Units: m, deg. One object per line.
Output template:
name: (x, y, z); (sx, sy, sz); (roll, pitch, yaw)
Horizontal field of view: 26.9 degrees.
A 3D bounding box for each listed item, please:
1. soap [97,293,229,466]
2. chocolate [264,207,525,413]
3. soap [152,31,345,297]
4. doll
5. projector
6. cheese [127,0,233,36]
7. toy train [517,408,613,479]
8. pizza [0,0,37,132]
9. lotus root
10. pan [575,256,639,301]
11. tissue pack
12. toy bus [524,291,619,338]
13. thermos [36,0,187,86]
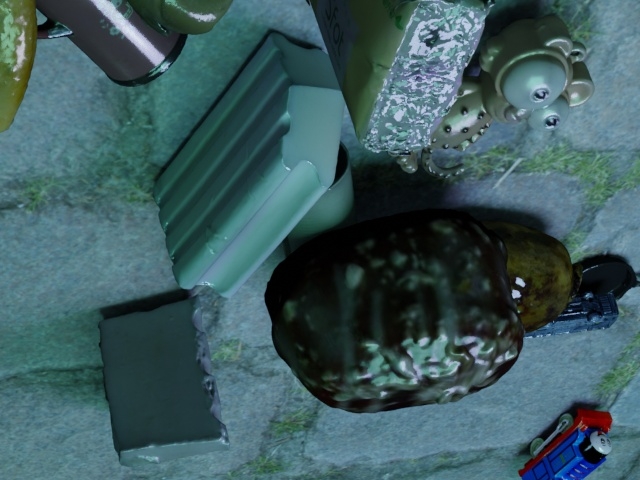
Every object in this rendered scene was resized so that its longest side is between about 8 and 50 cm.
soap: (-0.221, 0.261, 1.918); (0.159, 0.258, 0.302); (-12, 143, -10)
chocolate: (0.109, 0.112, 1.724); (0.340, 0.210, 0.225); (-11, 144, -7)
soap: (-0.082, -0.085, 1.605); (0.095, 0.173, 0.289); (14, 132, -36)
doll: (0.205, -0.171, 1.662); (0.278, 0.119, 0.154); (-32, 137, 26)
projector: (0.000, 0.000, 1.800); (0.108, 0.108, 0.337); (-15, 143, -4)
cheese: (-0.129, -0.302, 1.321); (0.175, 0.091, 0.202); (21, 93, -40)
toy train: (0.462, 0.407, 2.481); (0.083, 0.131, 0.204); (11, 135, -32)
pizza: (-0.384, -0.283, 1.192); (0.278, 0.114, 0.409); (2, 120, 31)
lotus root: (0.254, 0.054, 1.942); (0.314, 0.141, 0.169); (12, 130, -27)
pan: (0.484, 0.069, 2.148); (0.235, 0.028, 0.136); (-3, 141, -14)
tissue pack: (0.078, -0.251, 1.388); (0.123, 0.256, 0.215); (3, 137, -20)
toy bus: (0.386, 0.121, 2.121); (0.166, 0.047, 0.065); (-6, 149, -7)
thermos: (-0.276, -0.279, 1.329); (0.136, 0.109, 0.330); (-36, 140, 8)
